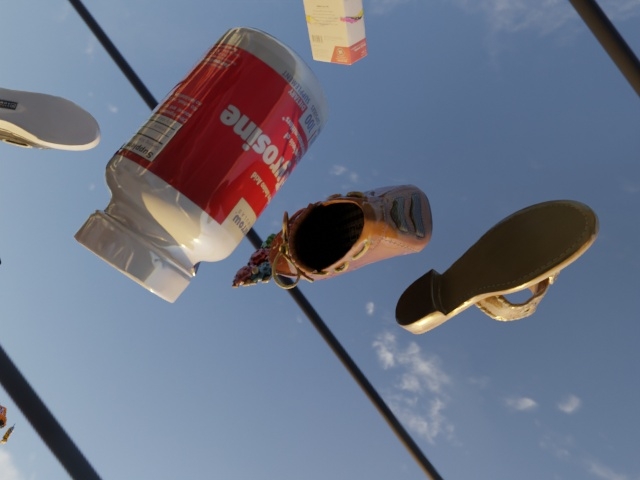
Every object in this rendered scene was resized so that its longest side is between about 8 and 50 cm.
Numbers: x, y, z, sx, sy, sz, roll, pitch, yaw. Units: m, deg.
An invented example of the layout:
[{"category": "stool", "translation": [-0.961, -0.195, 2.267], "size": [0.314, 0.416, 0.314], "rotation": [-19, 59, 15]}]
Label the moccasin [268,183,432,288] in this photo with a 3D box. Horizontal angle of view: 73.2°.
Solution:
[{"category": "moccasin", "translation": [0.000, 0.003, 0.686], "size": [0.380, 0.147, 0.139], "rotation": [-7, -95, 60]}]

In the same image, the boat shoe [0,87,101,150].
[{"category": "boat shoe", "translation": [-0.603, -0.237, 0.890], "size": [0.102, 0.301, 0.108], "rotation": [119, -20, -67]}]

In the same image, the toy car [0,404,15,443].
[{"category": "toy car", "translation": [-0.600, 0.332, 0.794], "size": [0.122, 0.060, 0.040], "rotation": [-54, -162, 43]}]

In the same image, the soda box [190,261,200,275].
[{"category": "soda box", "translation": [-0.411, -0.011, 1.375], "size": [0.084, 0.263, 0.092], "rotation": [3, -49, 0]}]

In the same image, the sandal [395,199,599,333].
[{"category": "sandal", "translation": [0.186, 0.046, 0.446], "size": [0.240, 0.079, 0.088], "rotation": [-40, -153, 44]}]

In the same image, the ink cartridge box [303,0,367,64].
[{"category": "ink cartridge box", "translation": [0.028, -0.490, 0.918], "size": [0.115, 0.067, 0.198], "rotation": [26, -36, 35]}]

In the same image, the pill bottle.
[{"category": "pill bottle", "translation": [-0.183, -0.117, 0.694], "size": [0.229, 0.229, 0.407], "rotation": [24, -107, 34]}]

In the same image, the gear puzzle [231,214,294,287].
[{"category": "gear puzzle", "translation": [-0.134, 0.010, 1.307], "size": [0.175, 0.339, 0.044], "rotation": [-13, -60, 39]}]
